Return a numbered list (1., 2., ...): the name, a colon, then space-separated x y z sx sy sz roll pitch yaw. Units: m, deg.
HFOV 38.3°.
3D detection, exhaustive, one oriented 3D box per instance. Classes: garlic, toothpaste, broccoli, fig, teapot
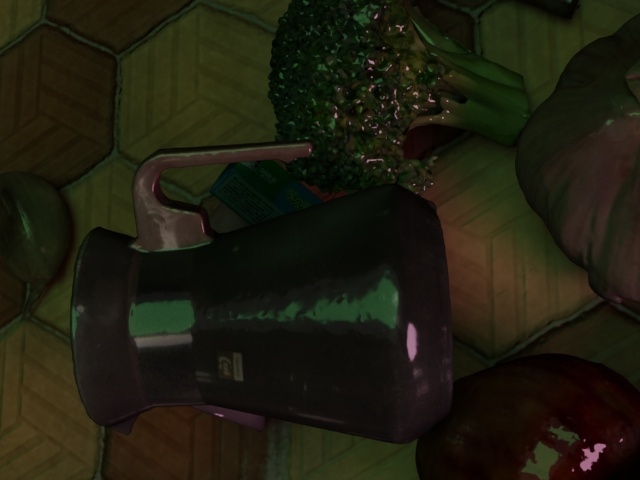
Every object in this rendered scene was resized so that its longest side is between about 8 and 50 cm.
1. garlic: -0.402 -0.004 1.264 0.128 0.090 0.198 -33 77 26
2. toothpaste: 0.000 0.000 1.050 0.266 0.065 0.050 39 57 -12
3. broccoli: 0.066 -0.188 1.074 0.249 0.302 0.375 -29 41 33
4. garlic: 0.367 -0.088 0.949 0.322 0.241 0.322 2 99 10
5. fig: 0.216 0.220 0.932 0.263 0.224 0.224 -27 68 45
6. teapot: -0.051 0.054 0.901 0.344 0.253 0.300 -4 102 2

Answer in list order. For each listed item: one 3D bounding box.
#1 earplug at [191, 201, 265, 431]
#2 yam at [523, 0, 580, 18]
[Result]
1. earplug: -0.098 0.057 1.105 0.172 0.172 0.301 16 79 21
2. yam: 0.200 -0.338 1.139 0.264 0.046 0.046 29 89 22
